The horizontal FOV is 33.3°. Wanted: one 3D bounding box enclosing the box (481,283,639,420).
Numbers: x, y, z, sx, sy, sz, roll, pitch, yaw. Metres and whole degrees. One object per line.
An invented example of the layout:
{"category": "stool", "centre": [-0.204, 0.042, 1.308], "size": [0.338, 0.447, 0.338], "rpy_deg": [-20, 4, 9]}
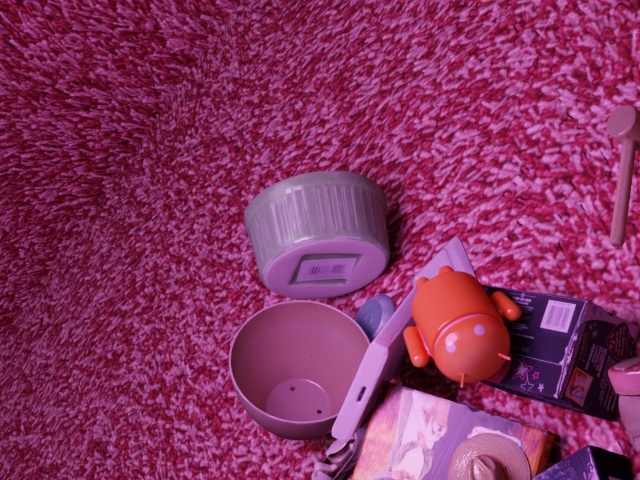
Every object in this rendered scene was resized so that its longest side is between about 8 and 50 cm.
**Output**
{"category": "box", "centre": [0.359, 0.174, 1.720], "size": [0.247, 0.142, 0.163], "rpy_deg": [7, 75, 56]}

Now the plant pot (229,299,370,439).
{"category": "plant pot", "centre": [-0.041, 0.291, 2.152], "size": [0.191, 0.284, 0.284], "rpy_deg": [94, 170, -50]}

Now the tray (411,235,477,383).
{"category": "tray", "centre": [0.242, 0.124, 2.022], "size": [0.145, 0.030, 0.270], "rpy_deg": [-48, 37, 29]}

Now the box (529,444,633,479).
{"category": "box", "centre": [0.388, 0.412, 1.579], "size": [0.158, 0.093, 0.156], "rpy_deg": [-43, 40, 34]}

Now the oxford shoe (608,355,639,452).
{"category": "oxford shoe", "centre": [0.582, 0.219, 1.421], "size": [0.397, 0.140, 0.147], "rpy_deg": [-9, 94, 48]}

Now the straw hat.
{"category": "straw hat", "centre": [0.257, 0.370, 1.674], "size": [0.144, 0.061, 0.145], "rpy_deg": [-7, 72, 24]}

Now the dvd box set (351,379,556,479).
{"category": "dvd box set", "centre": [0.179, 0.471, 1.753], "size": [0.307, 0.062, 0.421], "rpy_deg": [14, 81, 29]}

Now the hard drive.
{"category": "hard drive", "centre": [0.118, 0.210, 1.927], "size": [0.307, 0.040, 0.203], "rpy_deg": [-41, -25, -62]}

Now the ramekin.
{"category": "ramekin", "centre": [0.000, 0.000, 2.210], "size": [0.303, 0.303, 0.148], "rpy_deg": [-37, 52, 38]}

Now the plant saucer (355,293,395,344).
{"category": "plant saucer", "centre": [0.106, 0.164, 2.201], "size": [0.119, 0.021, 0.119], "rpy_deg": [-33, 46, 41]}

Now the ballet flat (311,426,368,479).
{"category": "ballet flat", "centre": [0.025, 0.438, 2.107], "size": [0.213, 0.068, 0.072], "rpy_deg": [-50, 36, 25]}

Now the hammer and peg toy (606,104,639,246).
{"category": "hammer and peg toy", "centre": [0.585, -0.100, 1.576], "size": [0.361, 0.127, 0.266], "rpy_deg": [3, 75, 56]}

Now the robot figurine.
{"category": "robot figurine", "centre": [0.223, 0.134, 1.691], "size": [0.219, 0.158, 0.128], "rpy_deg": [-113, 33, -50]}
